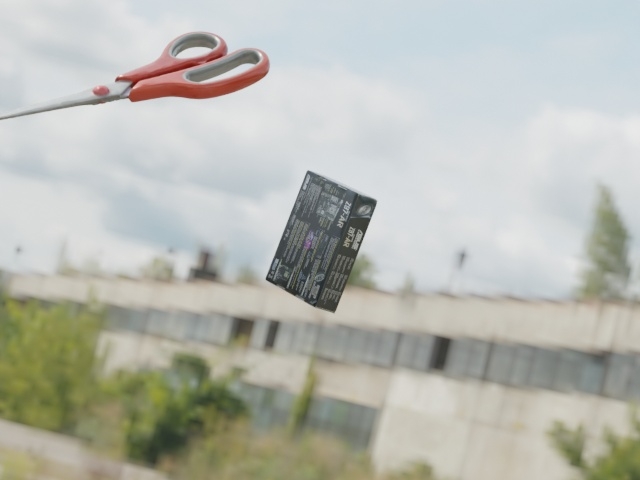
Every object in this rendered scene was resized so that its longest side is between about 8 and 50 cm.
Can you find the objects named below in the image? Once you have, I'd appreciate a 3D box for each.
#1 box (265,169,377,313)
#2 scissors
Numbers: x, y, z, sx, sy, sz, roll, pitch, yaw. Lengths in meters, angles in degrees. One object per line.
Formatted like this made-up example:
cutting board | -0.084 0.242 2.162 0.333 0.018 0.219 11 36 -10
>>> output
box | 0.000 0.000 1.352 0.018 0.083 0.067 18 5 -37
scissors | -0.182 -0.137 1.838 0.297 0.021 0.109 -24 42 -34
